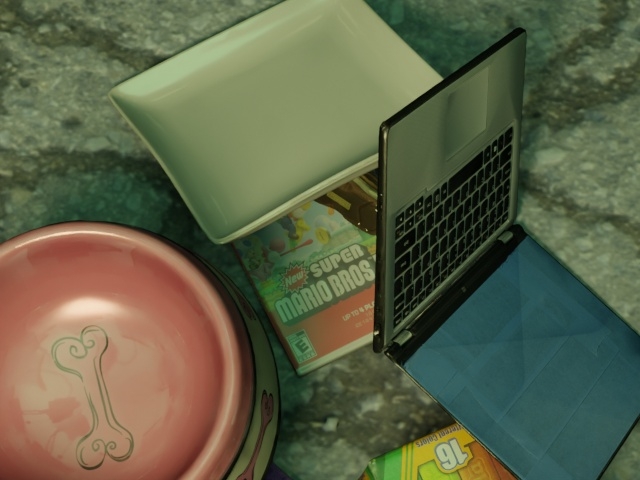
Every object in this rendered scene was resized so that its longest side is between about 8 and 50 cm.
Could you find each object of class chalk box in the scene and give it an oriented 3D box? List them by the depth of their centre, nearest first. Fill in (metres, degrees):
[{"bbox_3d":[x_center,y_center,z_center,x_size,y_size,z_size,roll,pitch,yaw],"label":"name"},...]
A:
[{"bbox_3d":[0.183,0.356,1.750,0.180,0.179,0.289,-24,77,-9],"label":"chalk box"}]

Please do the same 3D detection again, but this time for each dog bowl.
[{"bbox_3d":[-0.247,0.160,1.646,0.407,0.150,0.408,0,72,1],"label":"dog bowl"}]

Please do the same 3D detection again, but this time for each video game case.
[{"bbox_3d":[0.000,0.000,1.919,0.204,0.025,0.285,-25,77,-9],"label":"video game case"}]

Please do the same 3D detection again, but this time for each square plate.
[{"bbox_3d":[-0.043,-0.157,1.879,0.344,0.049,0.347,-28,45,-11],"label":"square plate"}]

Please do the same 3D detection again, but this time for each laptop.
[{"bbox_3d":[0.244,0.021,1.724,0.236,0.382,0.408,12,117,25],"label":"laptop"}]

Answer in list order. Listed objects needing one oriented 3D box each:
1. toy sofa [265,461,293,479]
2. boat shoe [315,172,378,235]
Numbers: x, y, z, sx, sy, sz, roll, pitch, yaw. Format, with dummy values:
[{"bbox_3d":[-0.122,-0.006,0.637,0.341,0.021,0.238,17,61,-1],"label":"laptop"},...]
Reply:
[{"bbox_3d":[-0.107,0.304,1.765,0.362,0.150,0.177,41,78,8],"label":"toy sofa"},{"bbox_3d":[0.025,-0.077,1.902,0.190,0.068,0.072,40,41,16],"label":"boat shoe"}]
